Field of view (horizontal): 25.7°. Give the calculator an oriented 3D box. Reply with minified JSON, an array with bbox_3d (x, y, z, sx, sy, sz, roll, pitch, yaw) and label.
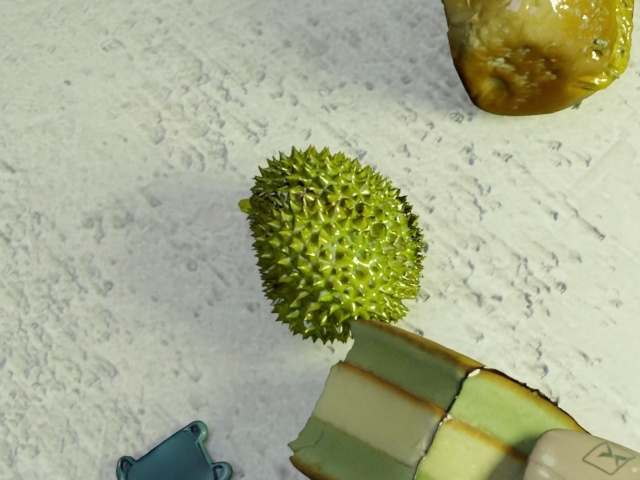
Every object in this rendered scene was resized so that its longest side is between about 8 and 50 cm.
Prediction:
[{"bbox_3d":[-0.151,0.232,1.307,0.141,0.019,0.094,-36,63,2],"label":"calculator"}]

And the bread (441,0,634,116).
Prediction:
[{"bbox_3d":[0.207,-0.257,1.294,0.176,0.195,0.246,-6,68,19],"label":"bread"}]

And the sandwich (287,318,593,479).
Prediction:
[{"bbox_3d":[0.115,0.189,1.201,0.198,0.227,0.155,16,73,58],"label":"sandwich"}]

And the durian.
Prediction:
[{"bbox_3d":[0.012,-0.005,1.280,0.159,0.146,0.198,-23,67,5],"label":"durian"}]

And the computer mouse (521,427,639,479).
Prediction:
[{"bbox_3d":[0.284,0.304,1.047,0.115,0.199,0.389,-42,77,43],"label":"computer mouse"}]
